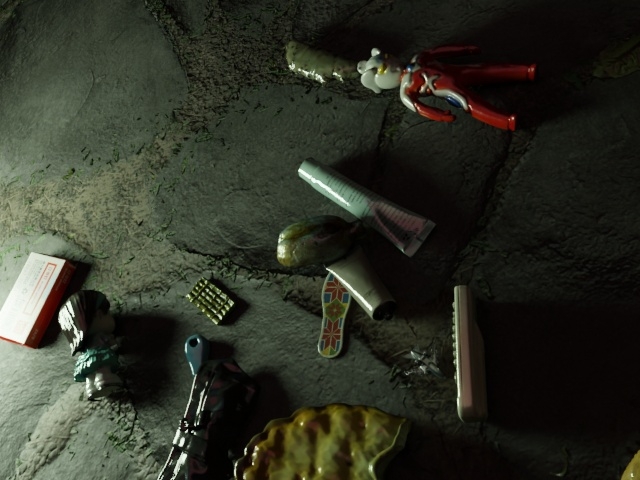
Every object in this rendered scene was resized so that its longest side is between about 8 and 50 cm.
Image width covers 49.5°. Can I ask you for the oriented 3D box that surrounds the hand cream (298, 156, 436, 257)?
[{"bbox_3d":[0.084,-0.081,1.438,0.331,0.058,0.085,34,79,33],"label":"hand cream"}]

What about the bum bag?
[{"bbox_3d":[-0.212,0.369,1.315,0.137,0.074,0.309,12,66,13],"label":"bum bag"}]

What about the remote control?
[{"bbox_3d":[0.259,0.195,1.201,0.049,0.090,0.230,-7,63,19],"label":"remote control"}]

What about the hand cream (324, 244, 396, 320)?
[{"bbox_3d":[0.086,0.087,1.357,0.087,0.054,0.186,-29,50,-9],"label":"hand cream"}]

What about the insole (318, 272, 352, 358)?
[{"bbox_3d":[0.028,0.140,1.378,0.065,0.006,0.193,-2,63,22],"label":"insole"}]

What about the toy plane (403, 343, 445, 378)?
[{"bbox_3d":[0.192,0.222,1.252,0.078,0.031,0.083,-42,53,-18],"label":"toy plane"}]

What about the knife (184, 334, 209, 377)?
[{"bbox_3d":[-0.227,0.302,1.392,0.058,0.032,0.244,-18,63,1],"label":"knife"}]

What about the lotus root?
[{"bbox_3d":[0.000,0.000,1.409,0.192,0.088,0.113,-13,31,15],"label":"lotus root"}]

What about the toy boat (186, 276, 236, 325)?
[{"bbox_3d":[-0.234,0.129,1.488,0.115,0.016,0.063,34,81,32],"label":"toy boat"}]

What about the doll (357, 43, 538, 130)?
[{"bbox_3d":[0.256,-0.343,1.486,0.384,0.099,0.188,14,71,25],"label":"doll"}]

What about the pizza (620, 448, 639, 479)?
[{"bbox_3d":[0.590,0.353,0.956,0.409,0.114,0.277,-32,60,18],"label":"pizza"}]

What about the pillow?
[{"bbox_3d":[-0.009,-0.418,1.656,0.241,0.051,0.093,30,74,31],"label":"pillow"}]

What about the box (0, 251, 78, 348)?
[{"bbox_3d":[-0.681,0.136,1.654,0.123,0.050,0.229,10,68,25],"label":"box"}]

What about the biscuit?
[{"bbox_3d":[0.026,0.411,1.164,0.335,0.078,0.329,-28,48,-11],"label":"biscuit"}]

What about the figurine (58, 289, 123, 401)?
[{"bbox_3d":[-0.501,0.224,1.503,0.138,0.110,0.245,-35,61,25],"label":"figurine"}]
